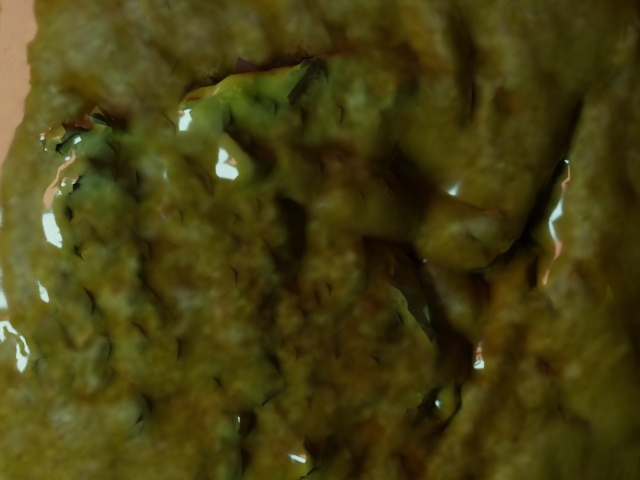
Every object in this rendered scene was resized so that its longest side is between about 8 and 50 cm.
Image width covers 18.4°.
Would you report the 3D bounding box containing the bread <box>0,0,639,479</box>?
[{"bbox_3d":[0.000,0.000,0.555,0.146,0.268,0.268,21,93,67],"label":"bread"}]
